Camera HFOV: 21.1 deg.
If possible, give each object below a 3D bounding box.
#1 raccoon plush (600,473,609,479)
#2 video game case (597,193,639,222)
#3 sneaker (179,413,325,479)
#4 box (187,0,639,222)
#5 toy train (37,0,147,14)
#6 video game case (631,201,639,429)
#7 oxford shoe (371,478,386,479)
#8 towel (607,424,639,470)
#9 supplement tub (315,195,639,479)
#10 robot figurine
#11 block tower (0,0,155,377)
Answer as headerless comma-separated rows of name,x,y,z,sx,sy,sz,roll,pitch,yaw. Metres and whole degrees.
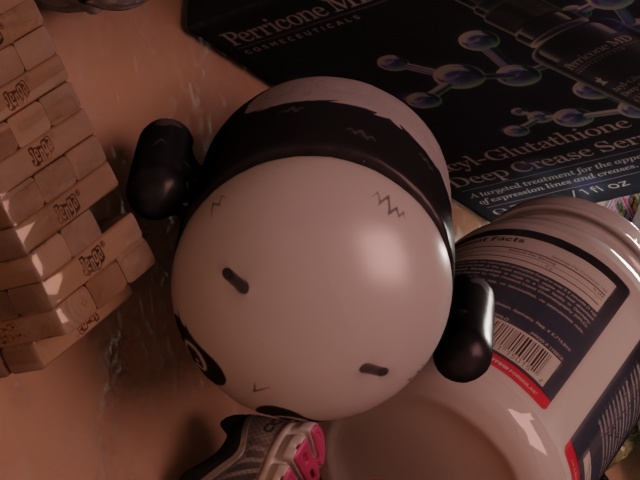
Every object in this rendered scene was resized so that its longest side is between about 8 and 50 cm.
raccoon plush,0.111,0.334,1.215,0.446,0.299,0.216,-114,-172,-78
video game case,0.280,-0.035,1.608,0.143,0.019,0.157,59,41,-23
sneaker,-0.063,0.182,1.085,0.170,0.075,0.063,-64,150,-11
box,0.147,-0.197,1.263,0.395,0.294,0.212,29,58,-43
toy train,-0.151,-0.294,1.005,0.142,0.190,0.333,-12,93,-18
video game case,0.318,0.088,1.573,0.206,0.026,0.227,64,33,-22
oxford shoe,-0.059,0.270,0.996,0.363,0.133,0.130,-47,117,-42
towel,0.267,0.135,1.536,0.148,0.027,0.110,-29,103,-51
supplement tub,0.134,0.101,1.244,0.272,0.191,0.191,-43,113,-48
robot figurine,-0.003,0.001,1.078,0.278,0.209,0.173,-83,163,-67
block tower,-0.208,-0.094,0.952,0.097,0.091,0.335,-43,114,-49
